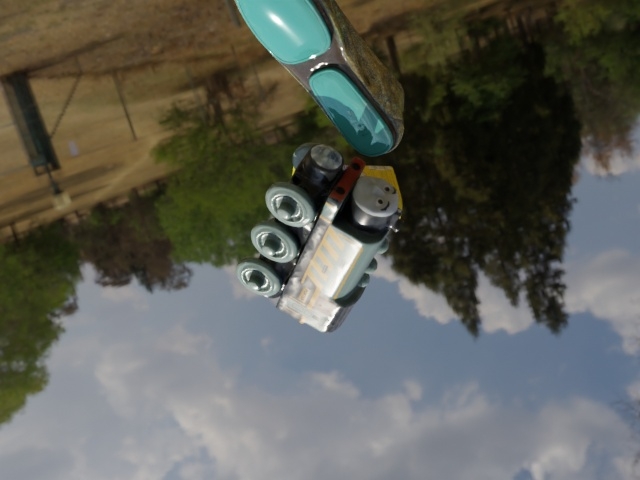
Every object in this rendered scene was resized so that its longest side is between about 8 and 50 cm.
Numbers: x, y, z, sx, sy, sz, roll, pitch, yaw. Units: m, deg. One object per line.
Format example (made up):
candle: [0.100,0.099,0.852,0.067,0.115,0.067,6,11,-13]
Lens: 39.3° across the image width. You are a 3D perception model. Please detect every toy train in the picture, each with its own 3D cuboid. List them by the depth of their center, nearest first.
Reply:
toy train: [0.000,0.000,1.338,0.142,0.190,0.334,-59,177,-42]

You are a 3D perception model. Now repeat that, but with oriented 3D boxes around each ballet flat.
ballet flat: [0.005,-0.260,1.174,0.123,0.348,0.123,-27,-144,21]

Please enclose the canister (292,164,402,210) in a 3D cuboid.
canister: [0.043,-0.075,1.499,0.169,0.073,0.126,1,-137,-9]
